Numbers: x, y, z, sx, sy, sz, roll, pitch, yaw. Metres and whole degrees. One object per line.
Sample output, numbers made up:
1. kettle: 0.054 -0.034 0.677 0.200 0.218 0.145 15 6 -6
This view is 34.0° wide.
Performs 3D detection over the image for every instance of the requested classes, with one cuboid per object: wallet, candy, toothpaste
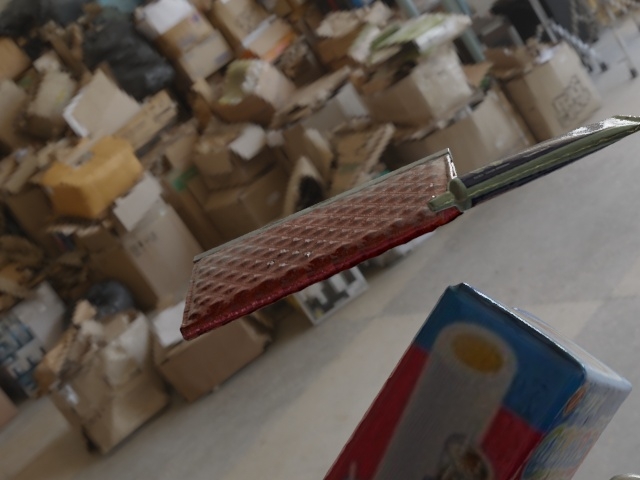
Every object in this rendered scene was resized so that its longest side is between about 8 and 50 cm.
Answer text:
1. wallet: 0.000 0.000 0.685 0.197 0.020 0.103 -23 21 11
2. candy: 0.060 0.183 0.639 0.305 0.100 0.157 -59 -29 4
3. toothpaste: 0.125 -0.045 0.611 0.140 0.021 0.037 -23 19 -12

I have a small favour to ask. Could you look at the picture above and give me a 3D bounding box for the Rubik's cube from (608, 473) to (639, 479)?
1. Rubik's cube: 0.277 0.329 0.386 0.347 0.344 0.346 -1 56 44
